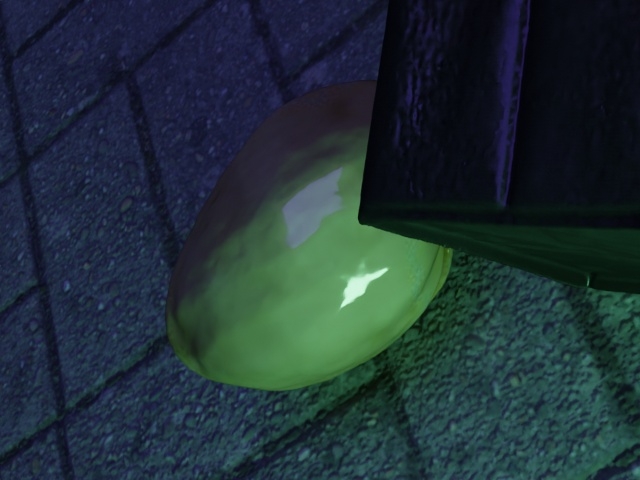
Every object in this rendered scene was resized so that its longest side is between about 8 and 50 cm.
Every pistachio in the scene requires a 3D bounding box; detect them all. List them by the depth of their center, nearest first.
[{"bbox_3d":[0.000,0.000,1.278,0.309,0.230,0.230,-42,46,14],"label":"pistachio"}]

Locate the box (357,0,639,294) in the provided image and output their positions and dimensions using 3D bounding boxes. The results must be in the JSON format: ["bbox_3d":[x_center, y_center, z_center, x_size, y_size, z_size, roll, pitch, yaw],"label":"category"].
[{"bbox_3d":[0.229,-0.079,1.032,0.251,0.345,0.205,2,82,41],"label":"box"}]
